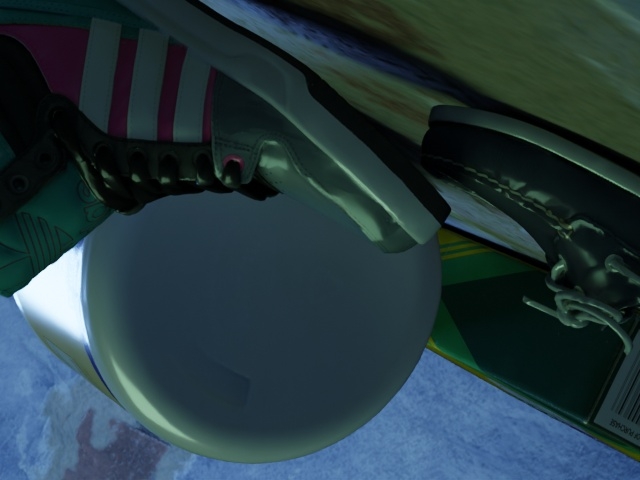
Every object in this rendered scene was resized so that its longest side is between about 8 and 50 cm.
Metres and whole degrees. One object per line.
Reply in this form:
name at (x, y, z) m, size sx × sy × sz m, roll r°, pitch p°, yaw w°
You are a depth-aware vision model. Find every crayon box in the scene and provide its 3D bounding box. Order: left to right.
crayon box at (0.241, 0.118, 1.684) m, size 0.363 × 0.106 × 0.313 m, roll 29°, pitch 176°, yaw -42°

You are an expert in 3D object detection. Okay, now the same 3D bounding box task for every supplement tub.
supplement tub at (-0.086, 0.006, 1.334) m, size 0.241 × 0.241 × 0.331 m, roll 28°, pitch 176°, yaw -23°

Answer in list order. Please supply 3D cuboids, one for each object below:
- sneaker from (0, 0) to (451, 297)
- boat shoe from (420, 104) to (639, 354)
sneaker at (-0.095, -0.035, 0.963) m, size 0.295 × 0.178 × 0.124 m, roll 34°, pitch 177°, yaw 21°
boat shoe at (0.155, 0.016, 0.927) m, size 0.254 × 0.079 × 0.095 m, roll 28°, pitch -179°, yaw 5°
